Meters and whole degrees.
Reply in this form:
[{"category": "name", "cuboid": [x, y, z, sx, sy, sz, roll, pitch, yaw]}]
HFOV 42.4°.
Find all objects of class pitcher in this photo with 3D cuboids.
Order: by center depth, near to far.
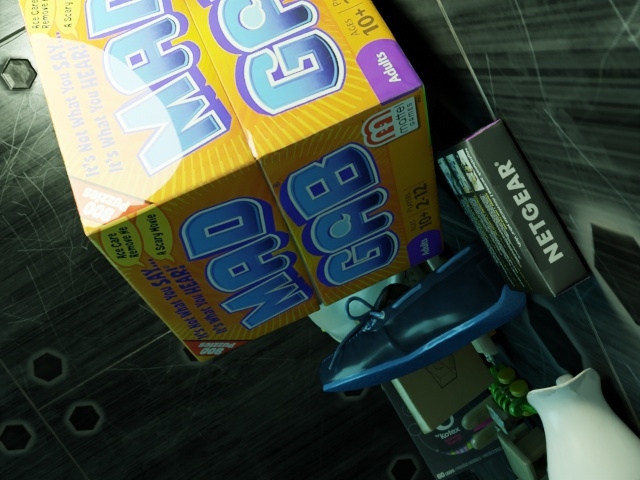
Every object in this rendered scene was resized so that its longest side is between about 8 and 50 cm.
[{"category": "pitcher", "cuboid": [0.324, 0.256, 0.963, 0.207, 0.125, 0.178, 68, -163, 12]}]

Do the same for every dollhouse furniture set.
[{"category": "dollhouse furniture set", "cuboid": [0.326, 0.411, 1.368, 0.212, 0.161, 0.242, 47, 170, 45]}]

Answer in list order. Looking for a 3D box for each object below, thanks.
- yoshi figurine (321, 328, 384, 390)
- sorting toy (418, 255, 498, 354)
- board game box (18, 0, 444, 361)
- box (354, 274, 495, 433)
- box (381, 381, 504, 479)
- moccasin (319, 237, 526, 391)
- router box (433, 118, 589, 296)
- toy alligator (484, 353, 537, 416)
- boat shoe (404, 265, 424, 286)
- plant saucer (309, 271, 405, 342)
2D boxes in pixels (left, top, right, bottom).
[{"category": "yoshi figurine", "cuboid": [0.151, 0.204, 1.935, 0.203, 0.203, 0.362, 11, 136, 55]}, {"category": "sorting toy", "cuboid": [0.224, 0.098, 1.360, 0.193, 0.038, 0.208, 58, 179, 5]}, {"category": "board game box", "cuboid": [-0.093, -0.131, 1.016, 0.356, 0.356, 0.356, 68, 178, -60]}, {"category": "box", "cuboid": [0.163, 0.172, 1.273, 0.201, 0.164, 0.021, 58, 143, 6]}, {"category": "box", "cuboid": [0.221, 0.277, 1.525, 0.270, 0.165, 0.143, 59, -171, -11]}, {"category": "moccasin", "cuboid": [0.128, 0.109, 1.132, 0.137, 0.342, 0.117, 7, -123, -51]}, {"category": "router box", "cuboid": [0.193, -0.029, 0.856, 0.179, 0.046, 0.133, 59, 175, -3]}, {"category": "toy alligator", "cuboid": [0.297, 0.237, 1.341, 0.056, 0.051, 0.190, 62, 174, -30]}, {"category": "boat shoe", "cuboid": [0.136, 0.075, 1.388, 0.226, 0.083, 0.076, 59, 180, 44]}, {"category": "plant saucer", "cuboid": [0.000, 0.000, 1.449, 0.400, 0.100, 0.400, 32, 128, 55]}]
